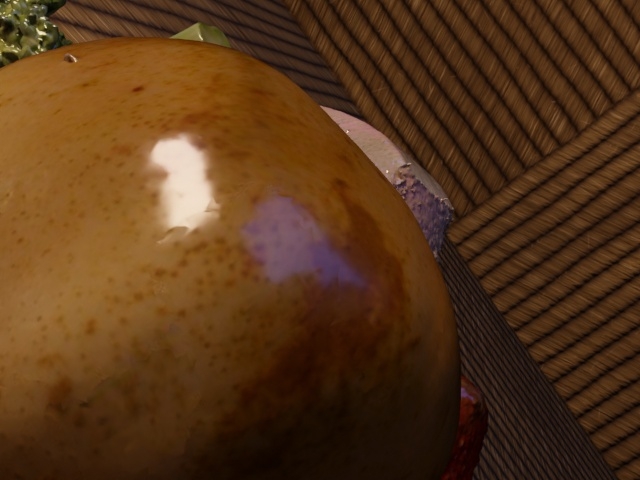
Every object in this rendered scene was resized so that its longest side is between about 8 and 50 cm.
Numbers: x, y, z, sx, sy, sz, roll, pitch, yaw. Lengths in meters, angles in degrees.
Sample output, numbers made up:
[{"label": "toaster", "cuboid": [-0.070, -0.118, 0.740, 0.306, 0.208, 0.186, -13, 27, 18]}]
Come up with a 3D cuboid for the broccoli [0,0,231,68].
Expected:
[{"label": "broccoli", "cuboid": [-0.211, -0.097, 1.028, 0.288, 0.260, 0.235, 40, 54, -48]}]

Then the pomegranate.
[{"label": "pomegranate", "cuboid": [-0.114, 0.067, 0.712, 0.417, 0.416, 0.417, 47, 17, -20]}]

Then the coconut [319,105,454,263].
[{"label": "coconut", "cuboid": [0.000, 0.000, 1.279, 0.297, 0.297, 0.309, 59, 18, 21]}]

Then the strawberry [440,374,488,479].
[{"label": "strawberry", "cuboid": [0.021, 0.194, 0.977, 0.257, 0.277, 0.257, 45, 22, -24]}]
